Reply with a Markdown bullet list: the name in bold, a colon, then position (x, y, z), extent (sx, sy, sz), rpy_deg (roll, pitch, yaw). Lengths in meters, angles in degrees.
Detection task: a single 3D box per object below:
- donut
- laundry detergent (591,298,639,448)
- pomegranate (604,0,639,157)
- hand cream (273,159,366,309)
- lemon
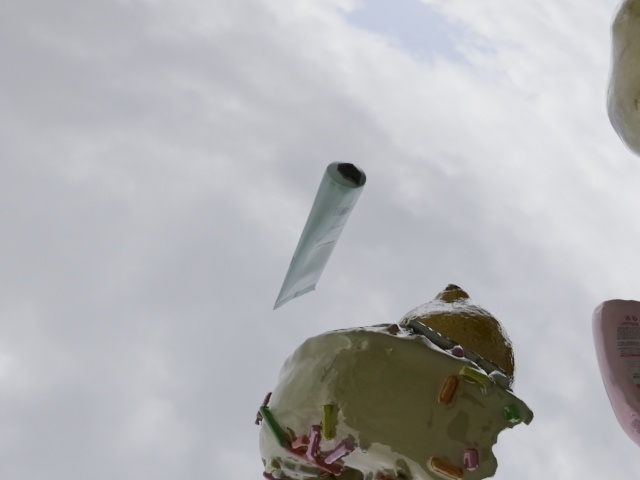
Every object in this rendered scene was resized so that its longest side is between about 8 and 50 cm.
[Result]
- **donut**: position (0.070, 0.248, 0.706), extent (0.307, 0.371, 0.150), rpy_deg (12, -136, 31)
- **laundry detergent**: position (0.526, 0.244, 1.033), extent (0.159, 0.087, 0.335), rpy_deg (13, -136, -3)
- **pomegranate**: position (0.553, -0.243, 0.884), extent (0.333, 0.332, 0.332), rpy_deg (15, -139, -14)
- **hand cream**: position (0.000, 0.000, 1.130), extent (0.109, 0.320, 0.067), rpy_deg (-24, -123, -42)
- **lemon**: position (0.178, 0.174, 0.907), extent (0.187, 0.187, 0.244), rpy_deg (21, -126, -7)
